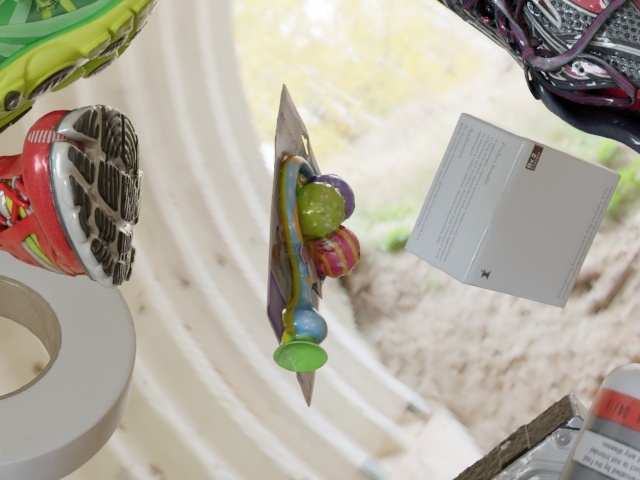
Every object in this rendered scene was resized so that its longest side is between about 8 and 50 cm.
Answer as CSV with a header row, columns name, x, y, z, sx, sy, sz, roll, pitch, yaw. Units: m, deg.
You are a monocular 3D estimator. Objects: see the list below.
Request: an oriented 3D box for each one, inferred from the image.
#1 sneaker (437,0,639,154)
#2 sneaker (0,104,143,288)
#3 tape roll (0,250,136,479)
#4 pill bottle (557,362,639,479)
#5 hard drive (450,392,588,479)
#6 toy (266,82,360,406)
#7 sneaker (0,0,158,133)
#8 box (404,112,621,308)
name,x,y,z,sx,sy,sz,roll,pitch,yaw
sneaker,0.143,-0.147,0.936,0.112,0.299,0.121,-58,-6,-25
sneaker,-0.180,-0.019,0.966,0.279,0.118,0.107,117,157,-78
tape roll,-0.409,0.133,1.739,0.392,0.392,0.072,-49,-19,-44
pill bottle,0.207,0.279,0.933,0.210,0.210,0.363,59,-124,-82
hard drive,0.139,0.312,1.176,0.339,0.237,0.064,-38,8,11
toy,0.000,0.000,1.214,0.137,0.056,0.237,68,-157,-49
sneaker,-0.229,-0.175,1.165,0.295,0.123,0.109,-39,-2,-41
box,0.227,-0.034,1.749,0.182,0.119,0.181,15,-79,-40
